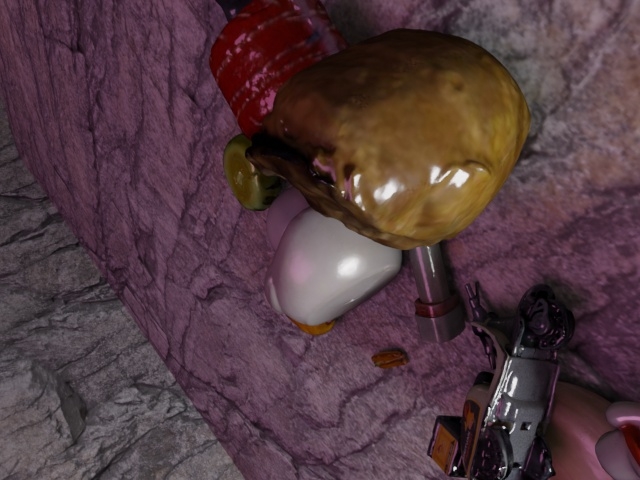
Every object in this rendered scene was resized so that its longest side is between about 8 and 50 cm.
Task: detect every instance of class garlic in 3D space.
[{"bbox_3d":[0.309,0.284,0.605,0.228,0.110,0.217,36,137,31],"label":"garlic"}]

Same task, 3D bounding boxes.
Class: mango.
[{"bbox_3d":[-0.030,0.136,0.964,0.188,0.066,0.101,-4,120,59],"label":"mango"}]

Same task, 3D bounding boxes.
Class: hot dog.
[{"bbox_3d":[0.121,0.206,0.862,0.037,0.021,0.083,43,146,-14],"label":"hot dog"}]

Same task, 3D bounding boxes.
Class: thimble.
[{"bbox_3d":[-0.043,-0.205,0.615,0.125,0.163,0.189,62,176,1],"label":"thimble"}]

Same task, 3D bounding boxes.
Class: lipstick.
[{"bbox_3d":[0.147,0.041,0.672,0.057,0.063,0.186,-1,108,51],"label":"lipstick"}]

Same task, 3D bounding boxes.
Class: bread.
[{"bbox_3d":[-0.117,-0.121,0.869,0.130,0.071,0.139,-3,111,50],"label":"bread"}]

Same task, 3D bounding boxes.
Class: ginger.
[{"bbox_3d":[0.083,-0.102,0.475,0.200,0.223,0.269,32,177,21],"label":"ginger"}]

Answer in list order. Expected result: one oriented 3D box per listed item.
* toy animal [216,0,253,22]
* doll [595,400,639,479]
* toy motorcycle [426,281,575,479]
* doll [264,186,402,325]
[{"bbox_3d":[-0.136,-0.374,0.662,0.121,0.117,0.210,9,120,42],"label":"toy animal"},{"bbox_3d":[0.371,0.153,0.403,0.161,0.130,0.290,50,135,16],"label":"doll"},{"bbox_3d":[0.214,0.173,0.588,0.157,0.091,0.262,-155,77,-72],"label":"toy motorcycle"},{"bbox_3d":[0.000,0.000,0.717,0.221,0.221,0.251,49,178,15],"label":"doll"}]
